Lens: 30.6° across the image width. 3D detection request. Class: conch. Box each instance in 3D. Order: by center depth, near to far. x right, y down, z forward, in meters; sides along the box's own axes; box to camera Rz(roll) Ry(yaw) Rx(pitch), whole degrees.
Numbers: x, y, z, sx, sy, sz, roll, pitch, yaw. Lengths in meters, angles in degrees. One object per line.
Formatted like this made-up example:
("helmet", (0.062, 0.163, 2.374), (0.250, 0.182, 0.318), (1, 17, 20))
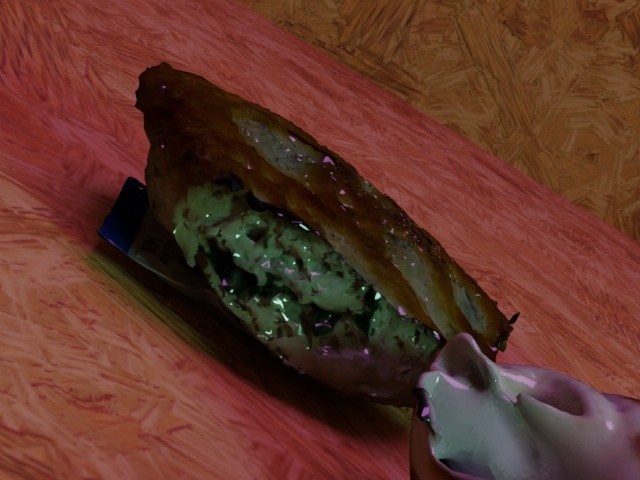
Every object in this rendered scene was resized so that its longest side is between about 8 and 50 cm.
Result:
("conch", (0.165, 0.172, 0.655), (0.275, 0.148, 0.183), (30, 39, 23))

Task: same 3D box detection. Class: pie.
("pie", (0.000, 0.000, 0.868), (0.355, 0.103, 0.288), (37, 13, -11))

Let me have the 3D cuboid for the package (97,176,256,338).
("package", (-0.080, 0.021, 0.855), (0.173, 0.027, 0.171), (36, 13, -12))
